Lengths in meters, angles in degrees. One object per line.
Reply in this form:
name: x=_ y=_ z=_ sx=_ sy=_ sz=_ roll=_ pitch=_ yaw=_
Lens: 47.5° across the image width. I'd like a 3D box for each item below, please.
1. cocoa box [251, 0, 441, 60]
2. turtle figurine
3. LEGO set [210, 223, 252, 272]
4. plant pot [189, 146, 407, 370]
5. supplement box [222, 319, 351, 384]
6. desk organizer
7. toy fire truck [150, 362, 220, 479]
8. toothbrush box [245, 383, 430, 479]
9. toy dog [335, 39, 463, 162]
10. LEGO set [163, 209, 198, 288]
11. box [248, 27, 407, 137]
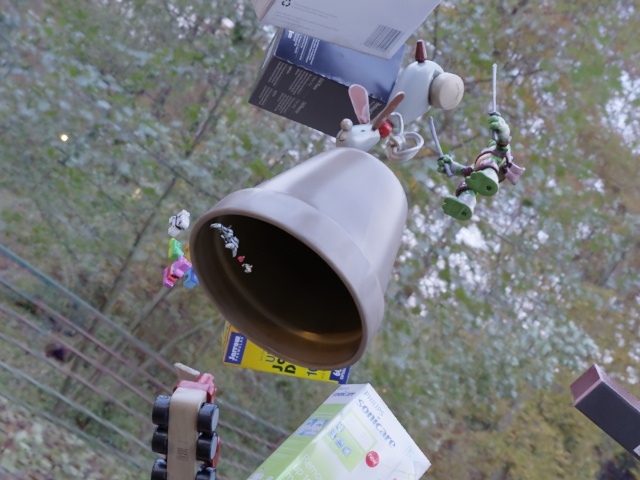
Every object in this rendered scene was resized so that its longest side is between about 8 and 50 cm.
cocoa box: x=0.042 y=-0.542 z=1.413 sx=0.347 sy=0.231 sz=0.228 roll=4 pitch=54 yaw=-40
turtle figurine: x=0.326 y=-0.192 z=1.615 sx=0.197 sy=0.266 sz=0.275 roll=-12 pitch=-58 yaw=31
LEGO set: x=-0.117 y=0.007 z=1.003 sx=0.083 sy=0.023 sz=0.054 roll=52 pitch=1 yaw=-25
plant pot: x=0.000 y=0.000 z=1.181 sx=0.323 sy=0.280 sz=0.323 roll=24 pitch=-40 yaw=21
supplement box: x=-0.084 y=0.251 z=2.052 sx=0.356 sy=0.194 sz=0.195 roll=11 pitch=18 yaw=-12
desk organizer: x=0.360 y=0.209 z=0.860 sx=0.130 sy=0.047 sz=0.050 roll=40 pitch=19 yaw=-3
toy fire truck: x=-0.263 y=0.362 z=1.479 sx=0.158 sy=0.217 sz=0.246 roll=7 pitch=18 yaw=7
toothbrush box: x=0.032 y=0.437 z=1.359 sx=0.206 sy=0.283 sz=0.122 roll=54 pitch=-29 yaw=-6
toy dog: x=0.173 y=-0.333 z=1.664 sx=0.220 sy=0.334 sz=0.161 roll=8 pitch=-44 yaw=40
LEGO set: x=-0.291 y=0.019 z=1.668 sx=0.087 sy=0.093 sz=0.227 roll=40 pitch=26 yaw=-34
box: x=0.008 y=-0.437 z=1.925 sx=0.312 sy=0.179 sz=0.343 roll=21 pitch=-14 yaw=-13
